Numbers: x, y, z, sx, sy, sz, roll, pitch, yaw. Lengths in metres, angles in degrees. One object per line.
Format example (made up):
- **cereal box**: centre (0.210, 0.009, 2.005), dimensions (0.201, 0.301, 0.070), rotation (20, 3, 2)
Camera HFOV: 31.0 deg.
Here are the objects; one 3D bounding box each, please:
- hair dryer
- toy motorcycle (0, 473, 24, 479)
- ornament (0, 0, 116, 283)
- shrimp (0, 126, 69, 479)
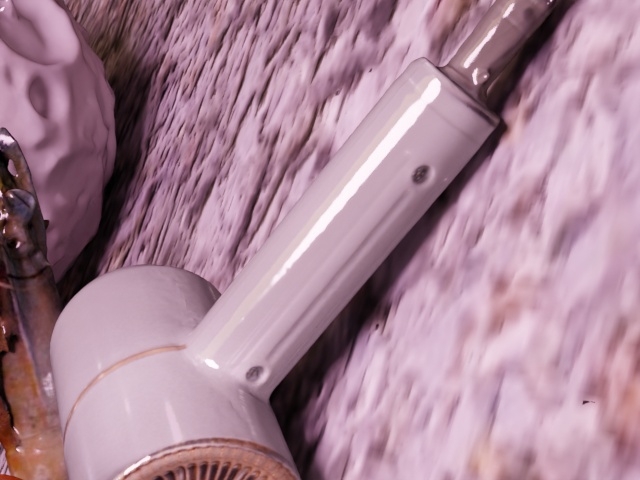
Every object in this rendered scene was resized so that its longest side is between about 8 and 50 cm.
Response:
- **hair dryer**: centre (0.000, 0.000, 0.567), dimensions (0.357, 0.107, 0.173), rotation (-49, 34, 13)
- **toy motorcycle**: centre (-0.227, 0.235, 0.614), dimensions (0.325, 0.148, 0.221), rotation (-18, 37, 45)
- **ornament**: centre (-0.316, -0.086, 0.876), dimensions (0.337, 0.337, 0.337), rotation (-37, 42, 42)
- **shrimp**: centre (-0.188, 0.076, 0.730), dimensions (0.178, 0.075, 0.289), rotation (10, 119, 66)
